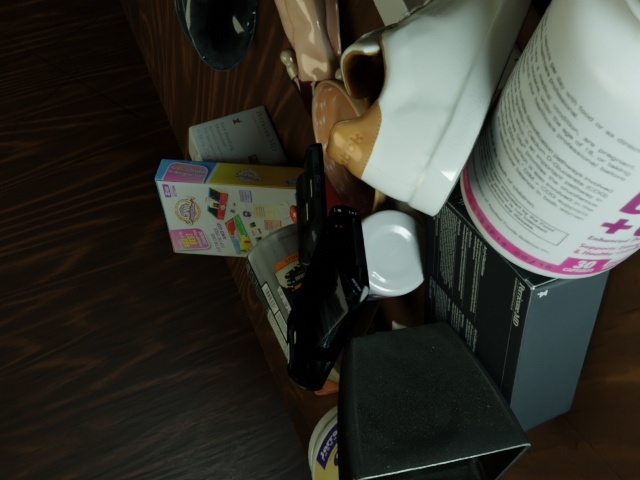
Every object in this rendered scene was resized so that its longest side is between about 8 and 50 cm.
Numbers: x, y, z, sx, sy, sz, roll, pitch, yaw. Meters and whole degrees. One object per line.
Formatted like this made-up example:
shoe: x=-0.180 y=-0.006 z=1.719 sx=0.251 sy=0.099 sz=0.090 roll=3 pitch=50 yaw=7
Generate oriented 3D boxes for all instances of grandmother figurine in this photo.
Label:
grandmother figurine: x=0.004 y=-0.253 z=1.058 sx=0.208 sy=0.104 sz=0.343 roll=-124 pitch=16 yaw=-60

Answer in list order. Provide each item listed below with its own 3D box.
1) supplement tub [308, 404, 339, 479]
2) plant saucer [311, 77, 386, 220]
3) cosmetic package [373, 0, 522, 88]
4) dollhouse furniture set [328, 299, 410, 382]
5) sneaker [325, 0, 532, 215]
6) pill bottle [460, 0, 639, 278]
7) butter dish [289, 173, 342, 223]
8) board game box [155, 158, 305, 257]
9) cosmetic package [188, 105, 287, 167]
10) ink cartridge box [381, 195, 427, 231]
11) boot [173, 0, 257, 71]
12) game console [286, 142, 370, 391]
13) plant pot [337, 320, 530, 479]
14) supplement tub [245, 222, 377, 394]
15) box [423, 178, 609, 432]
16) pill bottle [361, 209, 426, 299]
supplement tub: x=0.124 y=0.428 z=1.228 sx=0.331 sy=0.241 sz=0.241 roll=13 pitch=122 yaw=70
plant saucer: x=0.045 y=-0.127 z=0.950 sx=0.200 sy=0.037 sz=0.200 roll=161 pitch=90 yaw=-74
cosmetic package: x=0.108 y=-0.257 z=0.704 sx=0.060 sy=0.098 sz=0.239 roll=128 pitch=121 yaw=-74
dollhouse furniture set: x=0.166 y=0.169 z=1.099 sx=0.303 sy=0.198 sz=0.286 roll=13 pitch=152 yaw=35
sneaker: x=0.092 y=-0.165 z=0.556 sx=0.123 sy=0.290 sz=0.106 roll=24 pitch=152 yaw=6
pill bottle: x=0.209 y=-0.097 z=0.457 sx=0.160 sy=0.160 sz=0.283 roll=63 pitch=163 yaw=20
butter dish: x=0.000 y=-0.063 z=1.250 sx=0.160 sy=0.118 sz=0.160 roll=66 pitch=163 yaw=12
board game box: x=-0.179 y=-0.061 z=1.504 sx=0.242 sy=0.316 sz=0.064 roll=90 pitch=-175 yaw=-50
cosmetic package: x=-0.194 y=-0.194 z=1.599 sx=0.151 sy=0.183 sz=0.151 roll=123 pitch=125 yaw=-71
ink cartridge box: x=0.122 y=-0.069 z=0.946 sx=0.109 sy=0.062 sz=0.209 roll=114 pitch=134 yaw=-68
boot: x=-0.177 y=-0.415 z=1.215 sx=0.445 sy=0.146 sz=0.367 roll=-114 pitch=14 yaw=-49
game console: x=0.000 y=0.000 z=0.902 sx=0.361 sy=0.043 sz=0.213 roll=-94 pitch=19 yaw=-45
plant pot: x=0.102 y=0.202 z=0.801 sx=0.187 sy=0.188 sz=0.167 roll=92 pitch=165 yaw=-57
supplement tub: x=-0.010 y=0.136 z=1.393 sx=0.316 sy=0.193 sz=0.194 roll=61 pitch=162 yaw=24
box: x=0.205 y=0.069 z=0.776 sx=0.184 sy=0.103 sz=0.261 roll=-122 pitch=19 yaw=-44
pill bottle: x=0.067 y=0.026 z=0.932 sx=0.193 sy=0.108 sz=0.108 roll=152 pitch=97 yaw=-74
